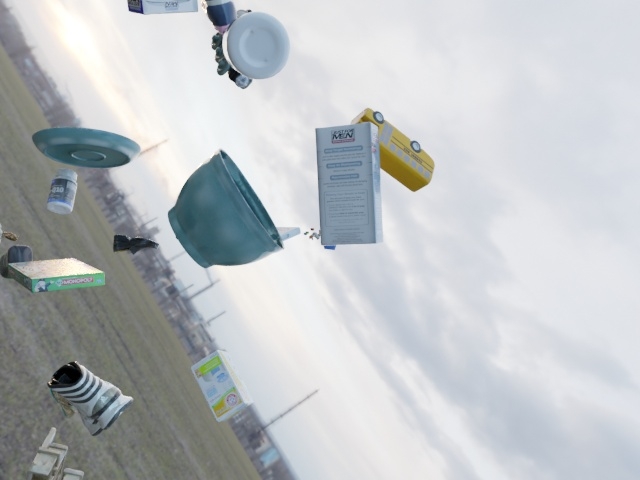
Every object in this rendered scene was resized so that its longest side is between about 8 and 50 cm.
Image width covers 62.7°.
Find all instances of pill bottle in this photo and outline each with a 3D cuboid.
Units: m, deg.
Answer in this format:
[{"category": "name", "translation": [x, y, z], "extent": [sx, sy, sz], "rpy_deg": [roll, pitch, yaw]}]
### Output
[{"category": "pill bottle", "translation": [-0.856, -0.164, 1.746], "extent": [0.078, 0.078, 0.137], "rpy_deg": [98, -8, -66]}, {"category": "pill bottle", "translation": [-0.163, -0.476, 1.284], "extent": [0.264, 0.146, 0.146], "rpy_deg": [-121, -174, -66]}]

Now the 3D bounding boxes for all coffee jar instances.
[{"category": "coffee jar", "translation": [-1.110, 0.077, 1.915], "extent": [0.184, 0.079, 0.096], "rpy_deg": [-20, -108, 47]}]

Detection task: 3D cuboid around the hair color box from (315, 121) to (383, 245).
[{"category": "hair color box", "translation": [0.094, -0.175, 1.680], "extent": [0.113, 0.185, 0.375], "rpy_deg": [-9, 97, -70]}]

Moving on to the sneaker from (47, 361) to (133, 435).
[{"category": "sneaker", "translation": [-0.813, 0.535, 1.845], "extent": [0.257, 0.169, 0.447], "rpy_deg": [44, -35, -5]}]

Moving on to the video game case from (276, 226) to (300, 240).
[{"category": "video game case", "translation": [-0.208, -0.002, 1.598], "extent": [0.226, 0.206, 0.026], "rpy_deg": [2, -72, 41]}]

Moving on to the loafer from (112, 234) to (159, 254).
[{"category": "loafer", "translation": [-0.637, 0.021, 1.815], "extent": [0.062, 0.169, 0.061], "rpy_deg": [46, 50, -70]}]

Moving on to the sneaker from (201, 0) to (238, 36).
[{"category": "sneaker", "translation": [-0.325, -0.731, 1.715], "extent": [0.319, 0.112, 0.131], "rpy_deg": [-107, -177, -64]}]

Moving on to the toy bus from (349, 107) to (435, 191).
[{"category": "toy bus", "translation": [0.251, -0.320, 1.870], "extent": [0.332, 0.130, 0.108], "rpy_deg": [33, -32, -20]}]

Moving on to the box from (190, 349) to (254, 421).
[{"category": "box", "translation": [-0.327, 0.484, 1.754], "extent": [0.203, 0.114, 0.103], "rpy_deg": [58, 0, 19]}]

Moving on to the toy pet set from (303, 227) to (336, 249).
[{"category": "toy pet set", "translation": [0.000, 0.000, 1.997], "extent": [0.122, 0.114, 0.065], "rpy_deg": [149, -54, -74]}]

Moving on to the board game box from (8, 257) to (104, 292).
[{"category": "board game box", "translation": [-0.875, 0.110, 1.731], "extent": [0.317, 0.213, 0.046], "rpy_deg": [10, -79, 47]}]

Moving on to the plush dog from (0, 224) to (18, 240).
[{"category": "plush dog", "translation": [-1.016, 0.022, 1.523], "extent": [0.210, 0.262, 0.225], "rpy_deg": [26, 28, -31]}]

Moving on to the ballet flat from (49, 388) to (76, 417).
[{"category": "ballet flat", "translation": [-0.896, 0.568, 1.871], "extent": [0.206, 0.067, 0.073], "rpy_deg": [92, -19, -47]}]

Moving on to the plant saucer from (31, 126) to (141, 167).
[{"category": "plant saucer", "translation": [-0.736, -0.284, 1.665], "extent": [0.317, 0.317, 0.044], "rpy_deg": [144, -54, -74]}]

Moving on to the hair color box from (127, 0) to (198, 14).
[{"category": "hair color box", "translation": [-0.461, -0.827, 1.483], "extent": [0.110, 0.185, 0.339], "rpy_deg": [26, -54, 38]}]

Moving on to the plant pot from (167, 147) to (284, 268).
[{"category": "plant pot", "translation": [-0.248, -0.052, 1.299], "extent": [0.293, 0.196, 0.293], "rpy_deg": [59, 3, -4]}]

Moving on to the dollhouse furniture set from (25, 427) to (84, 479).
[{"category": "dollhouse furniture set", "translation": [-0.556, 0.655, 1.352], "extent": [0.174, 0.355, 0.303], "rpy_deg": [-95, -154, -63]}]

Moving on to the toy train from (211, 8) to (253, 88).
[{"category": "toy train", "translation": [-0.275, -0.675, 1.838], "extent": [0.142, 0.190, 0.334], "rpy_deg": [24, 35, -40]}]
